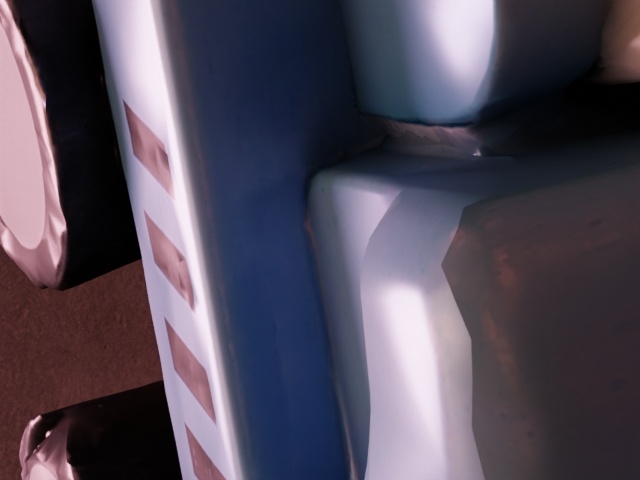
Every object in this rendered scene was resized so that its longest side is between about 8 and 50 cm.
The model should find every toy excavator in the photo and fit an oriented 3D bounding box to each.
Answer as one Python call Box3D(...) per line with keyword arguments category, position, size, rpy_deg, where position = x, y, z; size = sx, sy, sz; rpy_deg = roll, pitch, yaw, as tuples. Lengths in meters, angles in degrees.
Box3D(category="toy excavator", position=(0.076, -0.045, 0.400), size=(0.445, 0.222, 0.433), rpy_deg=(17, 118, 64))
